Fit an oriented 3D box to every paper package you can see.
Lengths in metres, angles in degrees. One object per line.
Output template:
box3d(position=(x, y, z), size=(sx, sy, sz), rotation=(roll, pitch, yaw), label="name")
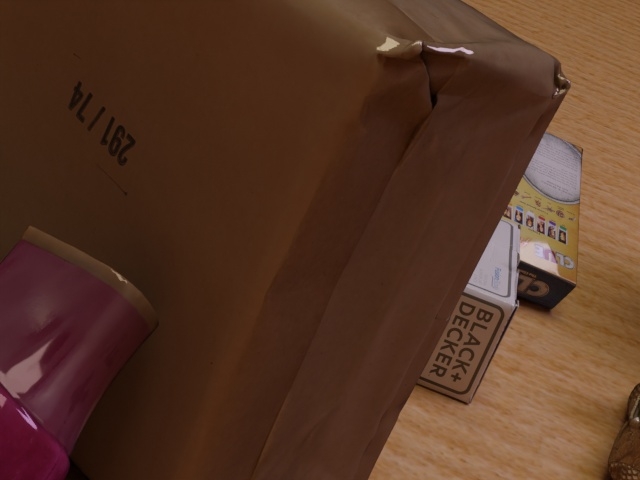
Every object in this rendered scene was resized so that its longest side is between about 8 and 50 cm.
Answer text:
box3d(position=(-0.075, -0.041, 0.867), size=(0.168, 0.309, 0.325), rotation=(1, 30, -49), label="paper package")

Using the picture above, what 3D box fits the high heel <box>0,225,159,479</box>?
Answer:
box3d(position=(-0.269, 0.047, 0.801), size=(0.377, 0.181, 0.127), rotation=(16, -31, 40), label="high heel")

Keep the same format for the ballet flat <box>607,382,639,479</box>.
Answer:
box3d(position=(0.258, 0.127, 1.107), size=(0.073, 0.067, 0.206), rotation=(24, 22, 9), label="ballet flat")

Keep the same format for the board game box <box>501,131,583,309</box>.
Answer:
box3d(position=(0.108, -0.058, 1.303), size=(0.243, 0.042, 0.165), rotation=(23, 48, -14), label="board game box")

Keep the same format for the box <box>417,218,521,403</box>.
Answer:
box3d(position=(0.000, 0.000, 1.136), size=(0.290, 0.087, 0.169), rotation=(21, 22, -1), label="box")
